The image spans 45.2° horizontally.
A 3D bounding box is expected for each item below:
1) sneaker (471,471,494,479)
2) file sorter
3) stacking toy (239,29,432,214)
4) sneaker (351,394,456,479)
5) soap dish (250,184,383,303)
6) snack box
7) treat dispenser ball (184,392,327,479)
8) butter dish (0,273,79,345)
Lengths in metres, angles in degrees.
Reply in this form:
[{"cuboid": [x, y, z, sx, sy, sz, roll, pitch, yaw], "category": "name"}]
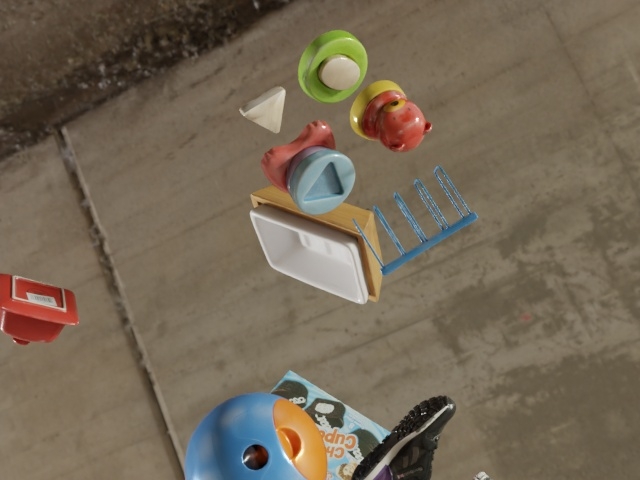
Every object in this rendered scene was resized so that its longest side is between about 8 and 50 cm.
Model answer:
[{"cuboid": [0.337, 0.576, 1.638, 0.075, 0.063, 0.170, 12, -129, 38], "category": "sneaker"}, {"cuboid": [0.147, -0.032, 1.234, 0.170, 0.104, 0.118, -32, 177, 3], "category": "file sorter"}, {"cuboid": [0.034, -0.199, 1.380, 0.309, 0.130, 0.279, -41, 138, -1], "category": "stacking toy"}, {"cuboid": [0.206, 0.460, 1.662, 0.283, 0.124, 0.107, -46, -175, 9], "category": "sneaker"}, {"cuboid": [0.000, 0.000, 1.680, 0.118, 0.291, 0.229, -52, 147, -28], "category": "soap dish"}, {"cuboid": [-0.003, 0.482, 1.941, 0.187, 0.322, 0.060, -45, 153, -39], "category": "snack box"}, {"cuboid": [-0.129, 0.452, 1.547, 0.288, 0.288, 0.288, -22, 169, -4], "category": "treat dispenser ball"}, {"cuboid": [-0.575, 0.153, 1.523, 0.160, 0.160, 0.118, 18, 104, -28], "category": "butter dish"}]
